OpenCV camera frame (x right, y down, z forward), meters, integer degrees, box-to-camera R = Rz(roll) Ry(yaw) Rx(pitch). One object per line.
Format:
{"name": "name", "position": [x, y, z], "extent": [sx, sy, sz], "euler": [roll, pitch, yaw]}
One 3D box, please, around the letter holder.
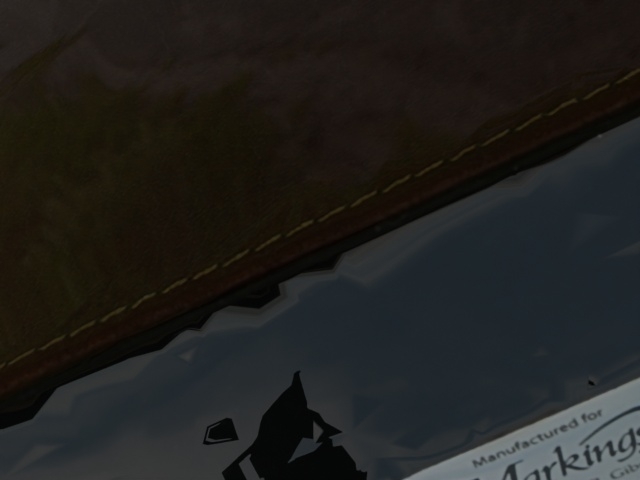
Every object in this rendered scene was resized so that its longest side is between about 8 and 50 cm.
{"name": "letter holder", "position": [0.000, 0.000, 0.465], "extent": [0.302, 0.152, 0.214], "euler": [-25, -144, 11]}
